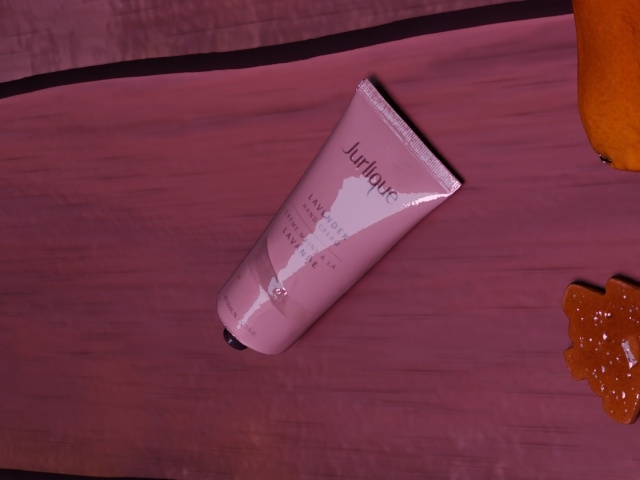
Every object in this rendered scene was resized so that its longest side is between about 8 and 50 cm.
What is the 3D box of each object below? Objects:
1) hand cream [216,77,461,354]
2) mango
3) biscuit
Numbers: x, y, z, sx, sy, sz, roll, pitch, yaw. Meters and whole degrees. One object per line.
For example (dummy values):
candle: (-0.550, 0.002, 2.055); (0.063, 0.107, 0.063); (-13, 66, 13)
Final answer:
hand cream: (0.000, 0.000, 1.019); (0.087, 0.054, 0.186); (49, 120, 18)
mango: (0.170, -0.110, 0.823); (0.105, 0.084, 0.159); (31, 137, 50)
biscuit: (0.165, 0.050, 0.905); (0.092, 0.016, 0.082); (-35, 71, 39)
